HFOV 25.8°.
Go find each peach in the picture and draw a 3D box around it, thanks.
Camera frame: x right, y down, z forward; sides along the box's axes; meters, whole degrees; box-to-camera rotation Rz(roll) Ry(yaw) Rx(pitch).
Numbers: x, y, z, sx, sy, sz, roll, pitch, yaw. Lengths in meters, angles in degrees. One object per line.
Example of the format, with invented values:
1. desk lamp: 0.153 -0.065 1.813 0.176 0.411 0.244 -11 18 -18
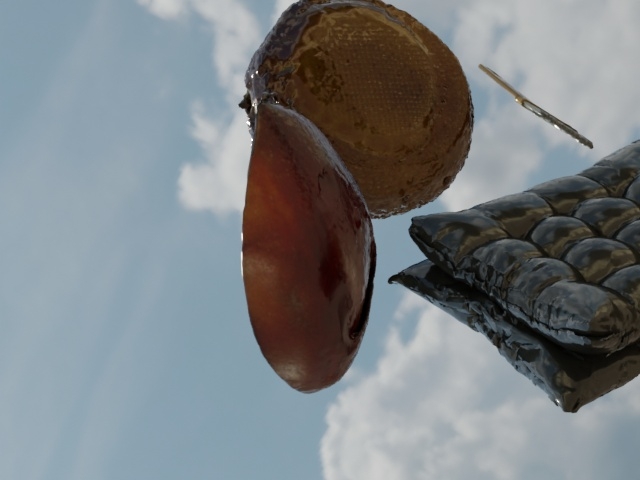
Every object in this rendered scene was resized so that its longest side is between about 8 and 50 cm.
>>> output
1. peach: 0.004 0.001 1.189 0.189 0.068 0.279 -55 -41 -48

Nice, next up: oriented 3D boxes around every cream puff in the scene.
1. cream puff: 0.043 -0.156 1.754 0.303 0.303 0.212 -41 -7 -31

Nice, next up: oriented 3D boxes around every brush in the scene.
1. brush: 0.280 -0.196 1.922 0.103 0.272 0.013 28 -77 -28

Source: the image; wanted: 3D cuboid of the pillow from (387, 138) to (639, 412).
1. pillow: 0.254 0.014 1.160 0.326 0.228 0.101 -17 -56 -29
